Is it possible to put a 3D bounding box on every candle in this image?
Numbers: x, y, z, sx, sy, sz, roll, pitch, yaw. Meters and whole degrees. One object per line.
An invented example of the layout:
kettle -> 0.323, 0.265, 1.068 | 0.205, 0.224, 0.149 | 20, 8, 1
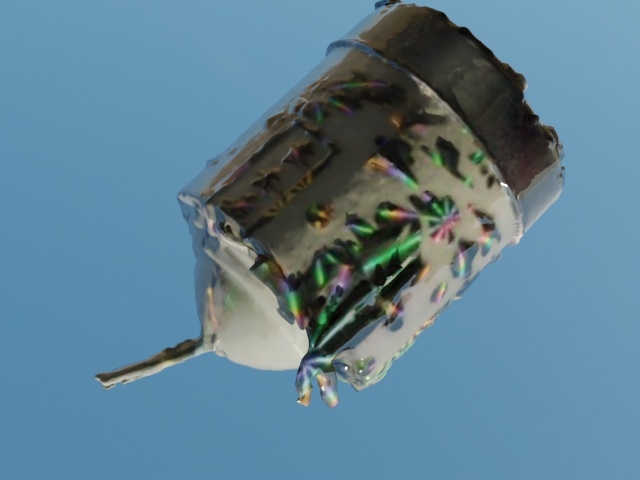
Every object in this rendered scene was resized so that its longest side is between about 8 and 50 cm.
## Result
candle -> 0.000, 0.000, 0.756 | 0.187, 0.187, 0.330 | 43, -104, 15
